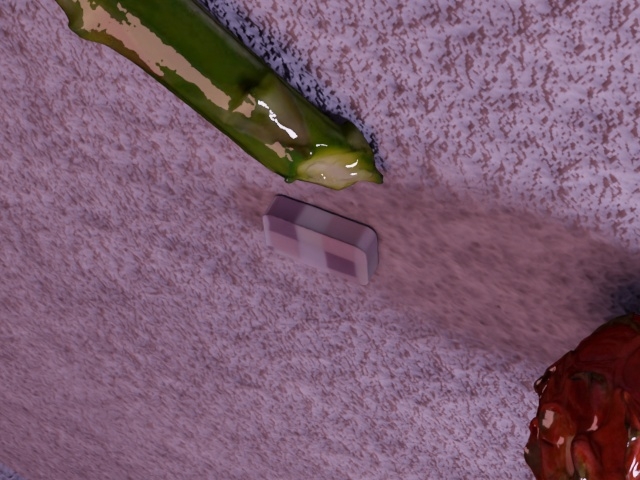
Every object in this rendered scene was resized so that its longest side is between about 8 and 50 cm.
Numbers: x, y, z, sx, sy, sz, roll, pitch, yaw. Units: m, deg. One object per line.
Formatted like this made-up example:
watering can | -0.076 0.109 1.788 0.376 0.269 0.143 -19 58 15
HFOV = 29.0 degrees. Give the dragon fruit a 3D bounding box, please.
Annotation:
dragon fruit | 0.279 0.166 0.926 0.252 0.241 0.241 11 146 16

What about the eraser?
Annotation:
eraser | 0.000 0.000 1.122 0.105 0.026 0.065 21 152 17

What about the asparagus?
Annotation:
asparagus | -0.086 -0.135 0.946 0.343 0.085 0.082 42 124 -15
